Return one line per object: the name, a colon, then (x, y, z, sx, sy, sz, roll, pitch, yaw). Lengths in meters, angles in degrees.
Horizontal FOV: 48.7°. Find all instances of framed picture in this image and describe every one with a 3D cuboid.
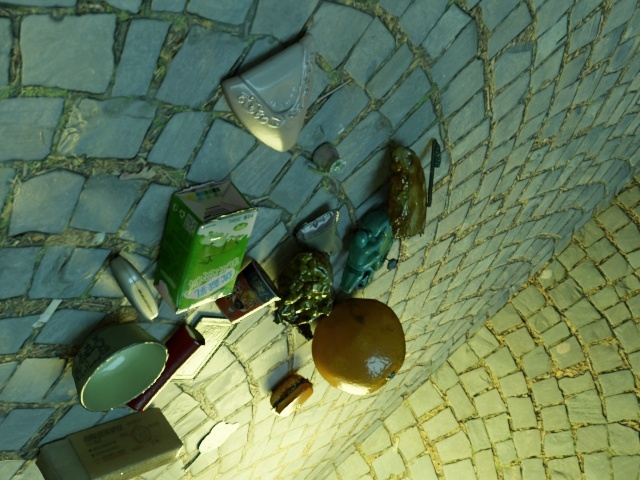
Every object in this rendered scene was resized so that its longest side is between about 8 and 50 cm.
framed picture: (-0.323, 0.289, 1.862, 0.231, 0.010, 0.173, -52, 151, 13)

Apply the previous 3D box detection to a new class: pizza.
pizza: (0.226, -0.106, 1.911, 0.336, 0.086, 0.226, 71, 36, -51)

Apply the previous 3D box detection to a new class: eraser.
eraser: (-0.524, 0.537, 1.784, 0.343, 0.144, 0.078, -7, 136, -48)
eraser: (-0.078, -0.264, 1.398, 0.204, 0.059, 0.243, -36, 147, -17)

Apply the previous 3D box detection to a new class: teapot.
teapot: (0.015, -0.179, 1.636, 0.083, 0.064, 0.064, -36, 150, -17)

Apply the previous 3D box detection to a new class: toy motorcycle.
toy motorcycle: (0.148, 0.022, 2.034, 0.198, 0.109, 0.297, -9, 126, -54)

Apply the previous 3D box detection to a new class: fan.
fan: (-0.368, 0.678, 2.325, 0.227, 0.008, 0.152, -47, 153, 1)

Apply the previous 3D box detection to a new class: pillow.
pillow: (0.000, 0.000, 1.884, 0.130, 0.038, 0.233, -33, 152, -12)

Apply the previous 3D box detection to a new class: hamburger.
hamburger: (-0.103, 0.522, 2.391, 0.166, 0.087, 0.137, -41, 153, -5)

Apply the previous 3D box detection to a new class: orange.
orange: (0.122, 0.328, 2.221, 0.312, 0.312, 0.312, -33, 150, -22)

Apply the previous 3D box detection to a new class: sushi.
sushi: (-0.045, 0.139, 1.866, 0.166, 0.179, 0.296, 11, 135, -20)

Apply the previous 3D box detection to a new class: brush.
brush: (0.320, -0.187, 1.979, 0.034, 0.027, 0.190, -14, 110, -69)

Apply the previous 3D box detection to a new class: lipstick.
lipstick: (-0.385, 0.312, 1.737, 0.241, 0.080, 0.080, -47, 152, 4)

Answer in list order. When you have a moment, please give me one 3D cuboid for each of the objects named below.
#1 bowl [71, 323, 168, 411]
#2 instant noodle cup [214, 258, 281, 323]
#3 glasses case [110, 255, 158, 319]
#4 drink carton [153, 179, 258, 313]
bowl: (-0.452, 0.261, 1.543, 0.211, 0.112, 0.211, -34, 151, -22)
instant noodle cup: (-0.184, 0.132, 1.738, 0.135, 0.127, 0.127, -35, 152, 1)
glasses case: (-0.382, 0.101, 1.462, 0.049, 0.074, 0.193, -39, 152, -18)
drink carton: (-0.247, 0.015, 1.494, 0.161, 0.108, 0.271, -18, 142, -41)
